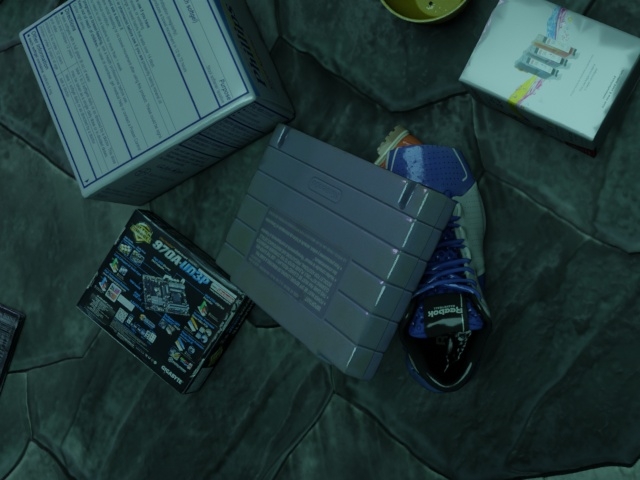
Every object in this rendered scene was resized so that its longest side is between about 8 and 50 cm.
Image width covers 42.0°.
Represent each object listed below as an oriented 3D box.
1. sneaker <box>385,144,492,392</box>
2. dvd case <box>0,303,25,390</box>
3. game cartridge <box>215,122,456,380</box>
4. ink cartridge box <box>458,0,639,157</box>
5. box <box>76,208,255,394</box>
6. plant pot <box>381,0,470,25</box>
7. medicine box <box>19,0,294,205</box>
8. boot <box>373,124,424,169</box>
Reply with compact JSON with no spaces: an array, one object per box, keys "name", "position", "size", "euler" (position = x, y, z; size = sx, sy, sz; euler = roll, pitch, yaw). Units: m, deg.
[{"name":"sneaker","position":[0.149,0.040,0.988],"size":[0.127,0.182,0.316],"euler":[-5,91,4]},{"name":"dvd case","position":[-0.571,0.193,1.328],"size":[0.164,0.018,0.221],"euler":[20,93,18]},{"name":"game cartridge","position":[0.000,0.000,1.029],"size":[0.355,0.068,0.230],"euler":[33,104,54]},{"name":"ink cartridge box","position":[0.278,-0.201,1.001],"size":[0.176,0.128,0.127],"euler":[30,97,19]},{"name":"box","position":[-0.222,0.086,1.197],"size":[0.220,0.051,0.175],"euler":[35,98,17]},{"name":"plant pot","position":[0.144,-0.333,1.070],"size":[0.134,0.095,0.134],"euler":[-1,86,18]},{"name":"medicine box","position":[-0.228,-0.230,1.163],"size":[0.289,0.149,0.264],"euler":[-27,79,15]},{"name":"boot","position":[0.090,-0.065,1.097],"size":[0.084,0.059,0.158],"euler":[38,98,12]}]
